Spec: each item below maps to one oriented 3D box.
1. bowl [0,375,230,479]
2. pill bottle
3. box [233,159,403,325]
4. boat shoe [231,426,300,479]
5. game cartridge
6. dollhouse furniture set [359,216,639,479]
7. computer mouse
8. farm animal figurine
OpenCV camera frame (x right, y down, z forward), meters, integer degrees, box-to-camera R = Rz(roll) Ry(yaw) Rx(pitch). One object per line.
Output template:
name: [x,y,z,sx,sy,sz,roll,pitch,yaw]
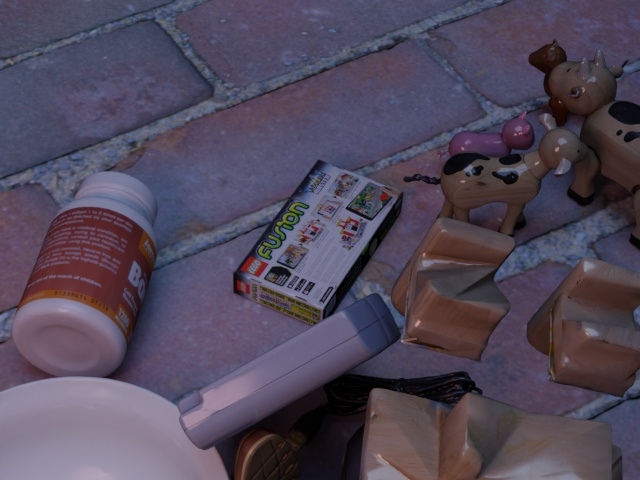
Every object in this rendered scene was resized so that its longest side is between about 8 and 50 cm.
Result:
bowl: [-0.224,0.277,1.318,0.298,0.134,0.298,1,47,-1]
pill bottle: [-0.242,0.032,1.556,0.121,0.121,0.216,8,47,5]
box: [0.000,0.000,1.654,0.114,0.036,0.207,22,50,17]
boat shoe: [-0.058,0.229,1.342,0.064,0.178,0.060,-31,52,-23]
game cartridge: [-0.021,0.116,1.361,0.198,0.297,0.062,-25,87,3]
dollhouse furniture set: [0.212,0.237,1.210,0.394,0.256,0.362,15,55,-10]
computer mouse: [0.039,0.189,1.394,0.184,0.060,0.262,-5,26,22]
farm animal figurine: [0.312,-0.115,1.682,0.327,0.172,0.330,25,51,20]
